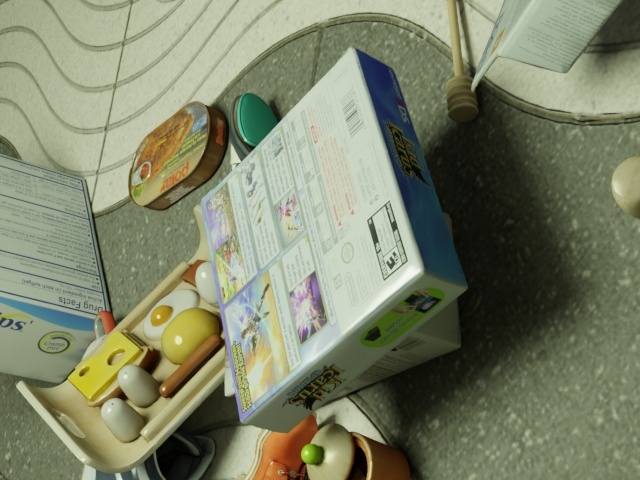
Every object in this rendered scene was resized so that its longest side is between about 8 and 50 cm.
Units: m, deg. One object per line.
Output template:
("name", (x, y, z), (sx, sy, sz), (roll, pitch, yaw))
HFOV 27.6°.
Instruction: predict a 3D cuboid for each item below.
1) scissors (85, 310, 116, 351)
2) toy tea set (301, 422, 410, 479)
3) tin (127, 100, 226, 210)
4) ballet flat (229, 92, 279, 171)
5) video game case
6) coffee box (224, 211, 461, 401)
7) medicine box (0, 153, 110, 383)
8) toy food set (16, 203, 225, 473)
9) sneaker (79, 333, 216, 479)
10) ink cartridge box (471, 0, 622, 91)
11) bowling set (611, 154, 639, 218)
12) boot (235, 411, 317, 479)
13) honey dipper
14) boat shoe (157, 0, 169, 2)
("scissors", (-0.265, 0.226, 1.638), (0.109, 0.021, 0.297), (-57, 36, 40))
("toy tea set", (-0.011, 0.336, 1.180), (0.200, 0.124, 0.336), (-25, 56, 46))
("tin", (-0.185, -0.106, 1.678), (0.189, 0.040, 0.106), (-29, 50, 44))
("ballet flat", (-0.071, -0.086, 1.491), (0.074, 0.074, 0.203), (-51, 43, 27))
("video game case", (0.000, 0.000, 1.195), (0.244, 0.061, 0.269), (-41, 45, 31))
("coffee box", (0.015, 0.067, 1.282), (0.246, 0.098, 0.141), (-28, 53, 43))
("medicine box", (-0.452, 0.023, 1.782), (0.149, 0.263, 0.289), (-48, 42, 30))
("toy food set", (-0.192, 0.100, 1.466), (0.306, 0.092, 0.219), (-45, 35, -12))
("sneaker", (-0.205, 0.206, 1.522), (0.153, 0.099, 0.282), (-35, 42, 29))
("ink cartridge box", (0.247, -0.304, 1.041), (0.330, 0.071, 0.324), (117, 177, -69))
("bowling set", (0.342, -0.113, 0.921), (0.200, 0.154, 0.287), (17, 88, 36))
("boot", (-0.034, 0.242, 1.316), (0.084, 0.059, 0.158), (53, 126, 45))
("honey dipper", (0.134, -0.191, 1.295), (0.030, 0.030, 0.161), (-33, 49, 41))
("boat shoe", (-0.183, -0.402, 1.741), (0.306, 0.105, 0.113), (-1, 75, 53))
